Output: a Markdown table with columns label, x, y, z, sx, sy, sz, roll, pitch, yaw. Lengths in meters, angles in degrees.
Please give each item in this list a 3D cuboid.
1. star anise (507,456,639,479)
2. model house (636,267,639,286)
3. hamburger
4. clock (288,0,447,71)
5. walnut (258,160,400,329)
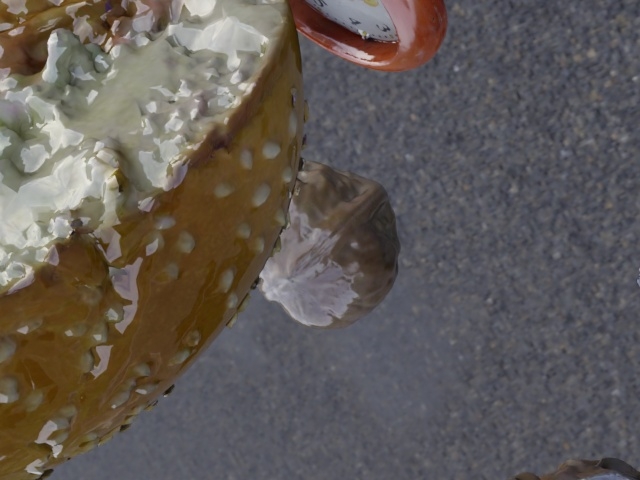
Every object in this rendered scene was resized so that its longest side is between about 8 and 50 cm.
| label | x | y | z | sx | sy | sz | roll | pitch | yaw |
| --- | --- | --- | --- | --- | --- | --- | --- | --- | --- |
| star anise | 0.169 | 0.276 | 1.016 | 0.315 | 0.315 | 0.108 | -32 | 67 | 61 |
| model house | 0.703 | 0.039 | 1.818 | 0.298 | 0.284 | 0.243 | -38 | 87 | 27 |
| hamburger | -0.187 | 0.009 | 0.676 | 0.268 | 0.445 | 0.287 | 39 | 163 | 32 |
| clock | 0.003 | -0.198 | 0.765 | 0.205 | 0.051 | 0.205 | 35 | 169 | 8 |
| walnut | 0.001 | 0.003 | 1.619 | 0.227 | 0.273 | 0.273 | -12 | 105 | 18 |
